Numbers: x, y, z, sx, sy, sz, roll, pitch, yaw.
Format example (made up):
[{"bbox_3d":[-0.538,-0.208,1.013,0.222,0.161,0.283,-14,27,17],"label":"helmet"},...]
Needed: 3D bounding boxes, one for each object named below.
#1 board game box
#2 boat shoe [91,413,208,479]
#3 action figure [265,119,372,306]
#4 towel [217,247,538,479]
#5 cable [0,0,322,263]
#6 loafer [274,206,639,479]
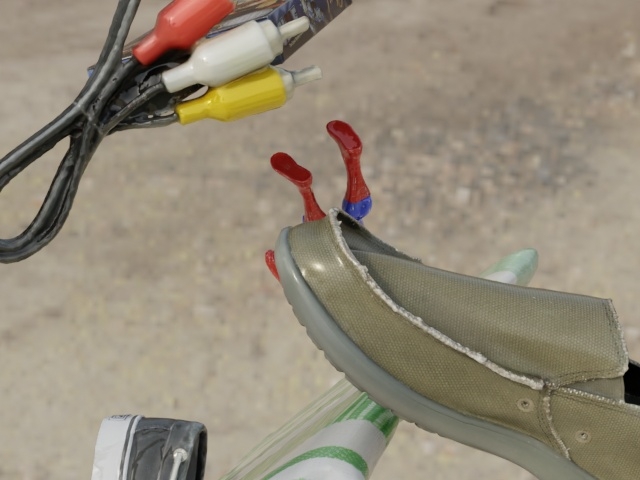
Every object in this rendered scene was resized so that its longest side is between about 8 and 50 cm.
[{"bbox_3d":[-0.080,-0.175,1.606,0.165,0.042,0.243,-15,14,18],"label":"board game box"},{"bbox_3d":[-0.139,0.301,1.575,0.105,0.306,0.113,2,-12,11],"label":"boat shoe"},{"bbox_3d":[0.000,0.000,1.698,0.091,0.280,0.139,-30,45,-16],"label":"action figure"},{"bbox_3d":[-0.012,0.123,1.018,0.038,0.248,0.325,51,26,2],"label":"towel"},{"bbox_3d":[-0.143,-0.100,1.339,0.287,0.139,0.072,-36,20,-12],"label":"cable"},{"bbox_3d":[0.094,0.050,0.840,0.251,0.087,0.094,31,19,-13],"label":"loafer"}]
